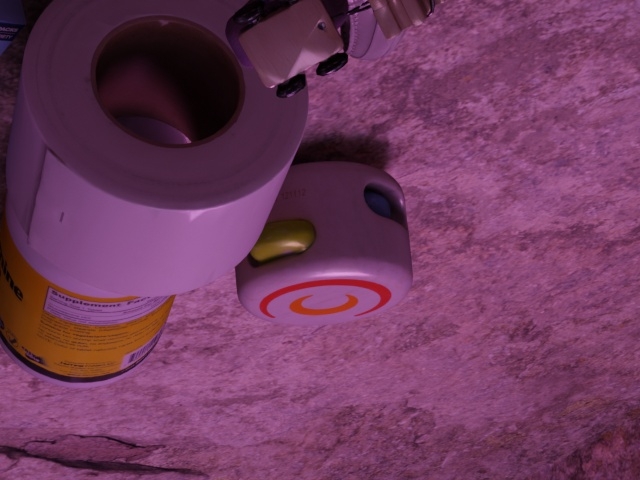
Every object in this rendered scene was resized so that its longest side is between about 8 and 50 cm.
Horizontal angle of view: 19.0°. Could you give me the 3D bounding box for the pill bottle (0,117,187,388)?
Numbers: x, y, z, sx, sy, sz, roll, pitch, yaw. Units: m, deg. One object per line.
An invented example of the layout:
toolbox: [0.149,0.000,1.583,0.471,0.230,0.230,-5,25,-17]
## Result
pill bottle: [-0.223,0.001,1.894,0.188,0.188,0.334,-8,154,-19]

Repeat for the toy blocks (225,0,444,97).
toy blocks: [0.011,-0.314,1.284,0.289,0.309,0.260,-27,-162,6]

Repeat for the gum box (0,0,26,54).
gum box: [-0.363,-0.158,1.635,0.157,0.041,0.184,4,149,-38]

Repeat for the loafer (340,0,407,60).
loafer: [0.021,-0.258,1.591,0.111,0.112,0.319,-9,148,-4]

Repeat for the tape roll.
tape roll: [-0.145,-0.095,1.664,0.246,0.246,0.169,-8,155,-19]

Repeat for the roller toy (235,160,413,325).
roller toy: [0.000,0.000,2.087,0.191,0.146,0.209,0,159,-14]
